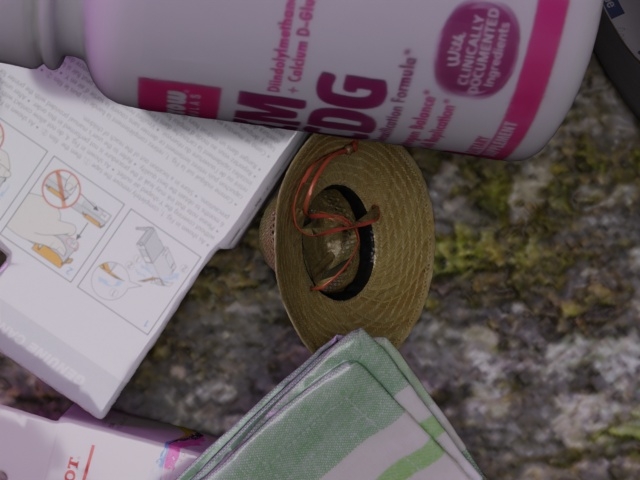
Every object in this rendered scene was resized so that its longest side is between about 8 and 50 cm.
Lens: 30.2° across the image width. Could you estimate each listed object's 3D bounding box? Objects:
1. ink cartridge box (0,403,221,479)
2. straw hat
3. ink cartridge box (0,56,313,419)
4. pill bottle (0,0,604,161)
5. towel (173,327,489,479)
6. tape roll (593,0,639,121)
[{"bbox_3d":[-0.102,0.163,0.671,0.198,0.067,0.115,16,91,-3],"label":"ink cartridge box"},{"bbox_3d":[0.000,0.000,0.669,0.061,0.144,0.145,4,92,40],"label":"straw hat"},{"bbox_3d":[-0.160,-0.075,0.669,0.275,0.060,0.239,35,91,-1],"label":"ink cartridge box"},{"bbox_3d":[-0.023,-0.134,0.563,0.283,0.160,0.161,8,91,-6],"label":"pill bottle"},{"bbox_3d":[0.034,0.237,0.640,0.248,0.038,0.325,-43,106,-6],"label":"towel"},{"bbox_3d":[0.183,-0.148,0.592,0.072,0.219,0.219,-24,92,-1],"label":"tape roll"}]
